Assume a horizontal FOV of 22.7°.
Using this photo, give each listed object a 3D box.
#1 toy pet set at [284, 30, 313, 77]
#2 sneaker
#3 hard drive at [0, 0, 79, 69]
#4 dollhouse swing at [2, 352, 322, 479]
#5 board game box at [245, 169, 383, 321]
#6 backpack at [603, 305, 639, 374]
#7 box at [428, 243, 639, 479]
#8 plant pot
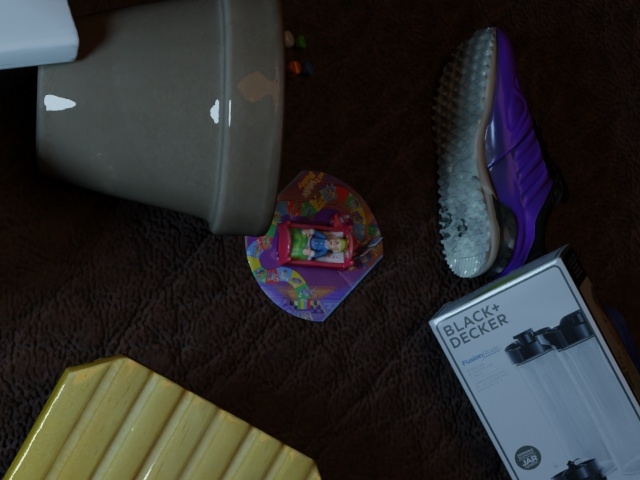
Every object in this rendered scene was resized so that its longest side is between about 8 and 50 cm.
[{"bbox_3d":[-0.074,-0.232,1.741,0.114,0.065,0.122,-9,83,-65],"label":"toy pet set"},{"bbox_3d":[0.215,-0.094,1.829,0.146,0.102,0.293,8,78,-30],"label":"sneaker"},{"bbox_3d":[-0.395,-0.232,1.449,0.307,0.040,0.203,-9,60,-22],"label":"hard drive"},{"bbox_3d":[-0.153,0.323,1.394,0.347,0.315,0.305,32,100,-17],"label":"dollhouse swing"},{"bbox_3d":[0.000,0.000,1.721,0.133,0.033,0.168,49,60,-9],"label":"board game box"},{"bbox_3d":[0.314,0.136,1.819,0.101,0.098,0.120,-18,85,-59],"label":"backpack"},{"bbox_3d":[0.260,0.170,1.731,0.290,0.169,0.087,63,19,-1],"label":"box"},{"bbox_3d":[-0.162,-0.138,1.569,0.229,0.263,0.263,2,75,-9],"label":"plant pot"}]
